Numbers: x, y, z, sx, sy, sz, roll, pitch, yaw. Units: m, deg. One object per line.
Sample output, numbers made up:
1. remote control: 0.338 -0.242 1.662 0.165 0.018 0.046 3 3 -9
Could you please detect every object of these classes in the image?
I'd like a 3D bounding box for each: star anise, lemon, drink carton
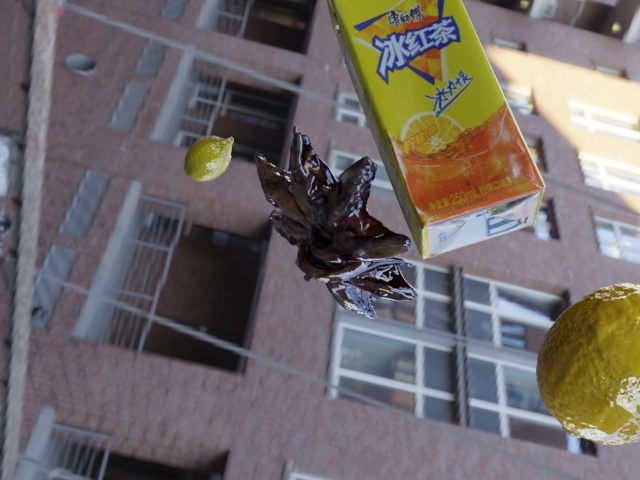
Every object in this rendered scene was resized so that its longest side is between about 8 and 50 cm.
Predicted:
1. star anise: 0.000 0.000 1.120 0.102 0.272 0.272 -38 164 -30
2. lemon: -0.166 -0.124 1.446 0.092 0.065 0.065 -35 -162 13
3. drink carton: 0.130 -0.168 1.162 0.111 0.154 0.351 78 -6 -68
4. lemon: 0.288 0.115 0.924 0.187 0.142 0.142 -55 -168 18
